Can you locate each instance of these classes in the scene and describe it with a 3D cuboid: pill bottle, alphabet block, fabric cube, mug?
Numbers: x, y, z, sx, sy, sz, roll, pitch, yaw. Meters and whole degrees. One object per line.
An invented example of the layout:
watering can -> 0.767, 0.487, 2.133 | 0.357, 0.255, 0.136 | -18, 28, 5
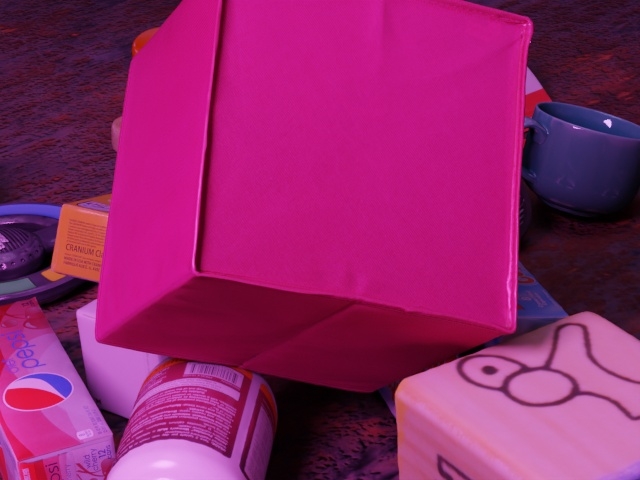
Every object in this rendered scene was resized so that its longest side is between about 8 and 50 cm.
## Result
pill bottle -> -0.105, 0.189, 1.424 | 0.121, 0.121, 0.221 | -1, 27, 7
alphabet block -> 0.186, 0.192, 1.297 | 0.192, 0.193, 0.197 | -16, 29, -26
fabric cube -> -0.008, -0.043, 1.390 | 0.259, 0.254, 0.258 | 12, -19, -19
mug -> 0.266, -0.085, 1.914 | 0.157, 0.097, 0.129 | 15, 16, 3

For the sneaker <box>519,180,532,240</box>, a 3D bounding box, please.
sneaker -> 0.094, -0.080, 1.944 | 0.295, 0.124, 0.178 | 38, -7, 7

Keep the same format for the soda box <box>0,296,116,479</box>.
soda box -> -0.248, 0.150, 1.555 | 0.083, 0.092, 0.263 | -15, 29, -18

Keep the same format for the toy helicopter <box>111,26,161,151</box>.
toy helicopter -> -0.129, -0.091, 2.026 | 0.235, 0.140, 0.355 | 9, 39, 7

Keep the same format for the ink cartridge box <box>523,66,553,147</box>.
ink cartridge box -> 0.192, -0.173, 2.183 | 0.181, 0.056, 0.224 | -22, 30, -31

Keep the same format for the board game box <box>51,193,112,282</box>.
board game box -> -0.079, 0.005, 1.702 | 0.242, 0.064, 0.316 | 12, 9, 14

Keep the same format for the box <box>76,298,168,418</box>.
box -> -0.153, 0.101, 1.628 | 0.102, 0.101, 0.087 | 16, 33, 35

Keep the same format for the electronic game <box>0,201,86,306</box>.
electronic game -> -0.334, 0.015, 1.888 | 0.229, 0.048, 0.229 | -3, 27, 2

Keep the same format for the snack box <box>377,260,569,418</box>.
snack box -> 0.107, 0.079, 1.530 | 0.060, 0.187, 0.322 | 1, 23, -18
